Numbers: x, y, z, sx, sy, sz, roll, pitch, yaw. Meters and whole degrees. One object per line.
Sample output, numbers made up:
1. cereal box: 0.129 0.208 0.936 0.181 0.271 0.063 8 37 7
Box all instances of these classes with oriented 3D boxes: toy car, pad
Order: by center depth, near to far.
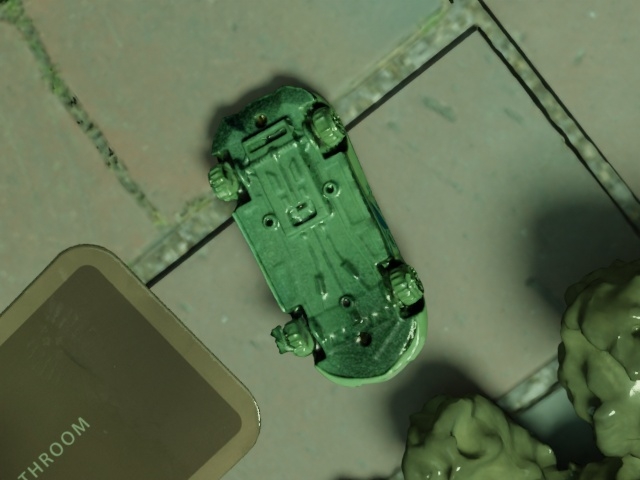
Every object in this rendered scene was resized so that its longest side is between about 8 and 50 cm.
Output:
1. toy car: 0.000 0.000 0.951 0.093 0.058 0.186 -28 82 14
2. pad: -0.179 0.143 1.034 0.176 0.002 0.266 46 104 0

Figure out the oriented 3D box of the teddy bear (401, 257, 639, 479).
1. teddy bear: 0.141 0.236 0.896 0.368 0.224 0.357 -31 75 15
